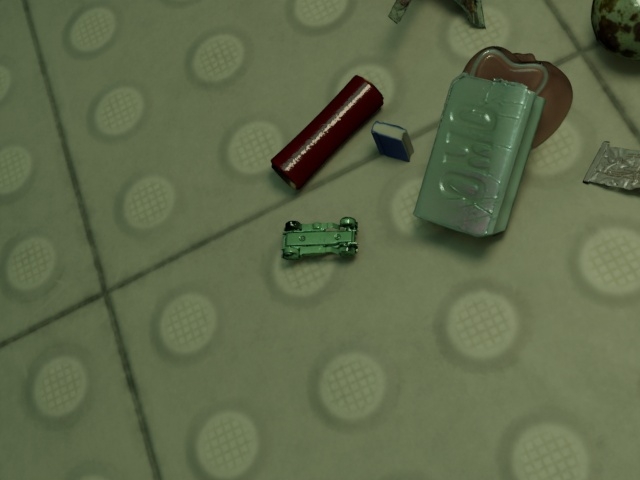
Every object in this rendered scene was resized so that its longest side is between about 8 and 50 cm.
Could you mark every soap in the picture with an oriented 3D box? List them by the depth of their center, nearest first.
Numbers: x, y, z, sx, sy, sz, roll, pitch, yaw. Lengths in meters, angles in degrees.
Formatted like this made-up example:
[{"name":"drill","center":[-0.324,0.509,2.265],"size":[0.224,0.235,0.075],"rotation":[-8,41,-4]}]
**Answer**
[{"name":"soap","center":[0.264,-0.140,1.410],"size":[0.150,0.094,0.262],"rotation":[19,100,25]}]

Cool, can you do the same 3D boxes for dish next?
[{"name":"dish","center":[0.332,-0.267,1.491],"size":[0.213,0.090,0.213],"rotation":[-7,68,16]}]

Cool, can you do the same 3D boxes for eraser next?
[{"name":"eraser","center":[0.130,-0.179,1.525],"size":[0.063,0.085,0.027],"rotation":[19,75,23]}]

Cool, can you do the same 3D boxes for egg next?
[{"name":"egg","center":[0.557,-0.406,1.431],"size":[0.169,0.169,0.231],"rotation":[31,70,26]}]

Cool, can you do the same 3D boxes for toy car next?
[{"name":"toy car","center":[0.000,0.000,1.516],"size":[0.143,0.054,0.073],"rotation":[-4,66,15]}]

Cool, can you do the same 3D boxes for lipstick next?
[{"name":"lipstick","center":[0.012,-0.202,1.577],"size":[0.241,0.080,0.080],"rotation":[-46,63,-4]}]

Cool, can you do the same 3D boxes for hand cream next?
[{"name":"hand cream","center":[0.565,-0.098,1.374],"size":[0.256,0.050,0.084],"rotation":[21,80,27]}]

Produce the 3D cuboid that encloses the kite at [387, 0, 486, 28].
[{"name":"kite","center":[0.196,-0.518,1.571],"size":[0.335,0.011,0.314],"rotation":[39,64,-12]}]
